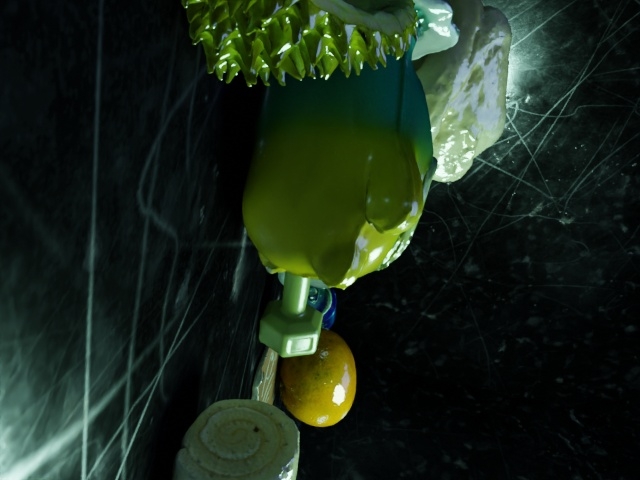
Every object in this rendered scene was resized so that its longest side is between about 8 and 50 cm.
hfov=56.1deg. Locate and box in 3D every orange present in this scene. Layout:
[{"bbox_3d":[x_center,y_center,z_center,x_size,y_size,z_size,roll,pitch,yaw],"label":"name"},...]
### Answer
[{"bbox_3d":[-0.015,0.327,1.442,0.240,0.171,0.240,177,-90,-67],"label":"orange"}]

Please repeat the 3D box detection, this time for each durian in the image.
[{"bbox_3d":[-0.007,-0.220,0.481,0.355,0.158,0.169,-73,156,-56],"label":"durian"}]

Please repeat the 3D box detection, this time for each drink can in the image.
[{"bbox_3d":[-0.018,0.167,1.514,0.205,0.118,0.118,86,16,-73],"label":"drink can"}]

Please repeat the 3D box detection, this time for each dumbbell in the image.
[{"bbox_3d":[-0.038,0.060,1.026,0.108,0.122,0.301,-123,-146,-52],"label":"dumbbell"}]

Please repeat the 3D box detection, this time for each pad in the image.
[{"bbox_3d":[-0.117,0.316,1.285,0.286,0.018,0.283,-72,172,-66],"label":"pad"}]

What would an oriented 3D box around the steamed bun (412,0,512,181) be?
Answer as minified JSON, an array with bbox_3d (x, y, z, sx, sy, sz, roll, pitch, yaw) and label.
[{"bbox_3d":[0.115,-0.223,0.957,0.230,0.372,0.324,-45,113,-39],"label":"steamed bun"}]

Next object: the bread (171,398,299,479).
[{"bbox_3d":[-0.096,0.278,0.684,0.148,0.134,0.141,-44,147,-59],"label":"bread"}]

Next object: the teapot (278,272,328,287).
[{"bbox_3d":[0.000,0.000,1.217,0.239,0.162,0.149,-46,154,-19],"label":"teapot"}]

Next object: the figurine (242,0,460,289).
[{"bbox_3d":[0.021,-0.114,0.698,0.324,0.232,0.339,2,-105,58],"label":"figurine"}]
